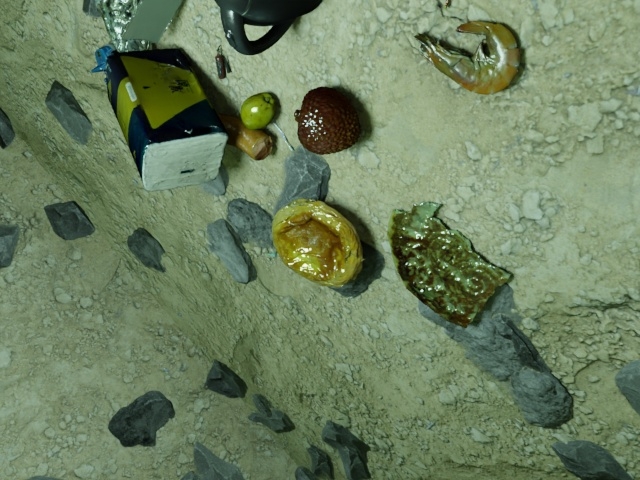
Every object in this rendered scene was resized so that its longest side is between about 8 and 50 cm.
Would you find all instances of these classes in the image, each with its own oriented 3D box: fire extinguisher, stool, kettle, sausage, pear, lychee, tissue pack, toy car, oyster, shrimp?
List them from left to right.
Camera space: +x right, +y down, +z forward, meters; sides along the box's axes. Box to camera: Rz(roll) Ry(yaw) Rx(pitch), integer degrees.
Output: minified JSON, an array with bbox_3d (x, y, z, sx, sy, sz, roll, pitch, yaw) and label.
[{"bbox_3d":[-0.806,-0.642,1.791,0.097,0.100,0.191,6,121,41],"label":"toy car"},{"bbox_3d":[-0.655,-0.728,1.573,0.162,0.158,0.351,19,120,61],"label":"oyster"},{"bbox_3d":[-0.544,-0.768,1.359,0.243,0.170,0.270,45,117,1],"label":"stool"},{"bbox_3d":[-0.505,-0.398,1.519,0.417,0.264,0.253,60,147,24],"label":"tissue pack"},{"bbox_3d":[-0.312,-0.564,1.495,0.046,0.032,0.100,35,145,28],"label":"fire extinguisher"},{"bbox_3d":[-0.280,-0.358,1.574,0.270,0.109,0.109,27,136,25],"label":"sausage"},{"bbox_3d":[-0.195,-0.405,1.467,0.107,0.107,0.131,45,136,1],"label":"pear"},{"bbox_3d":[-0.139,-0.595,1.132,0.207,0.290,0.269,23,136,22],"label":"kettle"},{"bbox_3d":[0.015,-0.329,1.302,0.194,0.194,0.195,22,134,25],"label":"lychee"},{"bbox_3d":[0.327,-0.423,1.059,0.248,0.068,0.150,24,122,16],"label":"shrimp"}]

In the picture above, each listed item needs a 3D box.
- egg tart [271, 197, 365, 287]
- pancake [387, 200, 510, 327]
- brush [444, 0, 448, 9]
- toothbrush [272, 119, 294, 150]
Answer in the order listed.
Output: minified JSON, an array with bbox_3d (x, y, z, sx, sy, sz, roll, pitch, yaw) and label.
[{"bbox_3d":[0.000,0.000,1.601,0.351,0.150,0.352,17,128,23],"label":"egg tart"},{"bbox_3d":[0.362,0.067,1.434,0.427,0.067,0.305,45,132,3],"label":"pancake"},{"bbox_3d":[0.291,-0.544,1.019,0.021,0.019,0.083,24,133,10],"label":"brush"},{"bbox_3d":[-0.127,-0.348,1.529,0.011,0.013,0.131,-28,101,38],"label":"toothbrush"}]
